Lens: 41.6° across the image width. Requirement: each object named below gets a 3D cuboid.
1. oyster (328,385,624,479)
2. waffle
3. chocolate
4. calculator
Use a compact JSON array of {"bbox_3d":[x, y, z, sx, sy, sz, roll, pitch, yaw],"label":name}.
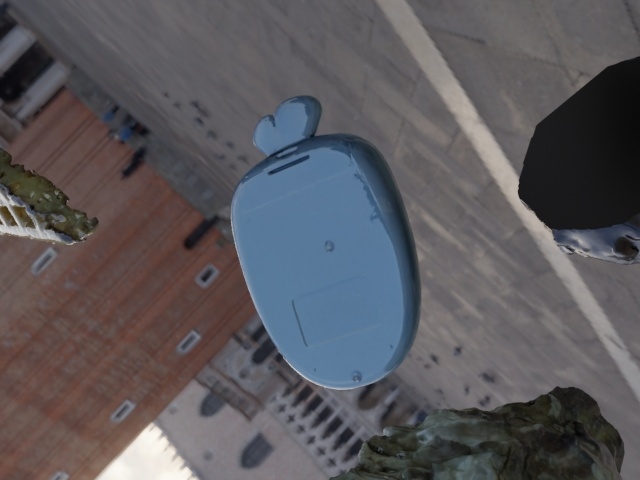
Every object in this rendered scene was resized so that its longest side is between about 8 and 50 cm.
[{"bbox_3d":[0.102,0.155,0.494,0.087,0.199,0.252,9,155,48],"label":"oyster"},{"bbox_3d":[-0.185,-0.041,0.480,0.152,0.023,0.098,6,131,53],"label":"waffle"},{"bbox_3d":[0.317,-0.031,0.780,0.177,0.206,0.224,47,-173,-29],"label":"chocolate"},{"bbox_3d":[0.000,0.000,0.854,0.042,0.188,0.303,-4,-106,-65],"label":"calculator"}]
